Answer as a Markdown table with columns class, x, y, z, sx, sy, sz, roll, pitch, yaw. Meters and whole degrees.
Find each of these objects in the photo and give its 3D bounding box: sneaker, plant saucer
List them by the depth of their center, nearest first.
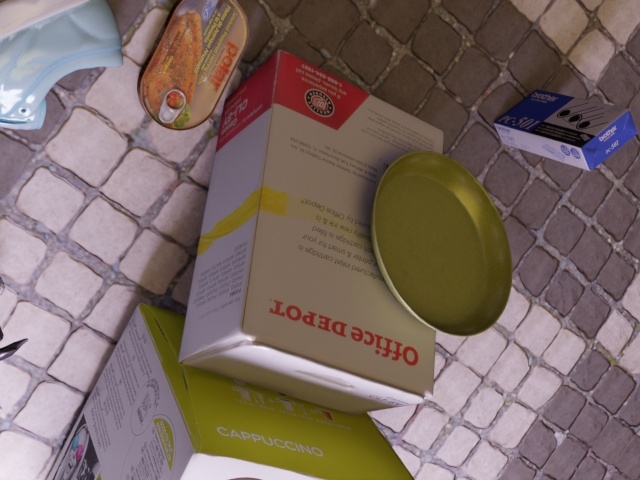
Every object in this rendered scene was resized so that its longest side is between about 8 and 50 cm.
| class | x | y | z | sx | sy | sz | roll | pitch | yaw |
| --- | --- | --- | --- | --- | --- | --- | --- | --- | --- |
| sneaker | -0.390 | -0.175 | 0.967 | 0.366 | 0.135 | 0.150 | -30 | 113 | -13 |
| plant saucer | 0.147 | 0.006 | 1.064 | 0.241 | 0.037 | 0.241 | 16 | 64 | -35 |

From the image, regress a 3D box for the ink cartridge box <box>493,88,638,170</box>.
| class | x | y | z | sx | sy | sz | roll | pitch | yaw |
| --- | --- | --- | --- | --- | --- | --- | --- | --- | --- |
| ink cartridge box | 0.362 | -0.170 | 1.276 | 0.097 | 0.207 | 0.046 | -37 | 118 | -11 |

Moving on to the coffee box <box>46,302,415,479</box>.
| class | x | y | z | sx | sy | sz | roll | pitch | yaw |
| --- | --- | --- | --- | --- | --- | --- | --- | --- | --- |
| coffee box | -0.127 | 0.337 | 1.112 | 0.338 | 0.338 | 0.334 | 22 | 104 | -29 |

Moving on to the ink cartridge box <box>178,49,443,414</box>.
| class | x | y | z | sx | sy | sz | roll | pitch | yaw |
| --- | --- | --- | --- | --- | --- | --- | --- | --- | --- |
| ink cartridge box | 0.000 | 0.000 | 1.082 | 0.279 | 0.160 | 0.384 | 22 | 60 | -30 |

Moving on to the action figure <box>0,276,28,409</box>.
| class | x | y | z | sx | sy | sz | roll | pitch | yaw |
| --- | --- | --- | --- | --- | --- | --- | --- | --- | --- |
| action figure | -0.457 | 0.078 | 1.015 | 0.164 | 0.141 | 0.275 | -20 | 98 | -21 |

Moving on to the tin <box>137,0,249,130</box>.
| class | x | y | z | sx | sy | sz | roll | pitch | yaw |
| --- | --- | --- | --- | --- | --- | --- | --- | --- | --- |
| tin | -0.166 | -0.235 | 1.108 | 0.106 | 0.040 | 0.189 | 26 | 94 | -25 |
